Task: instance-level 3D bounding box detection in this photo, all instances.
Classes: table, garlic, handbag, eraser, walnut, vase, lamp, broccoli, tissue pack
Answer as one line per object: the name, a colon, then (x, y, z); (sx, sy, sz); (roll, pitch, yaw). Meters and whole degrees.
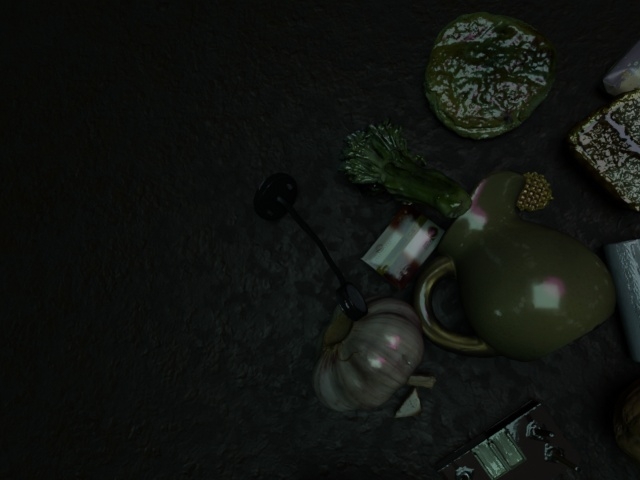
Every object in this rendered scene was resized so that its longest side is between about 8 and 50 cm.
table: (0.353, 0.424, 0.762); (0.240, 0.111, 0.121); (-36, 78, 3)
garlic: (0.124, 0.231, 0.792); (0.253, 0.245, 0.245); (36, 89, -18)
handbag: (0.669, -0.309, 0.821); (0.173, 0.095, 0.117); (45, 107, 17)
eraser: (0.651, 0.103, 0.772); (0.174, 0.081, 0.226); (-10, 82, 11)
walnut: (0.628, 0.315, 0.693); (0.245, 0.198, 0.198); (-16, 80, 6)
vase: (0.317, 0.077, 0.767); (0.329, 0.241, 0.302); (-39, 67, 16)
lamp: (-0.029, 0.021, 0.825); (0.108, 0.130, 0.371); (-40, 62, 16)
broccoli: (0.166, -0.129, 0.796); (0.165, 0.145, 0.304); (-40, 45, -4)
tissue pack: (0.170, 0.016, 0.849); (0.106, 0.099, 0.148); (38, 89, 11)

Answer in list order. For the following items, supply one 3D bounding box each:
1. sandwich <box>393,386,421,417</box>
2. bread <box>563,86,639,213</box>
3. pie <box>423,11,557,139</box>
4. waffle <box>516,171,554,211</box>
sandwich: (0.188, 0.338, 0.839); (0.044, 0.031, 0.083); (38, 89, 14)
bread: (0.605, -0.175, 0.787); (0.181, 0.096, 0.222); (-43, 80, 24)
pie: (0.352, -0.358, 0.881); (0.277, 0.078, 0.276); (-2, 81, 11)
waffle: (0.445, -0.104, 0.864); (0.078, 0.016, 0.085); (-8, 82, 4)
